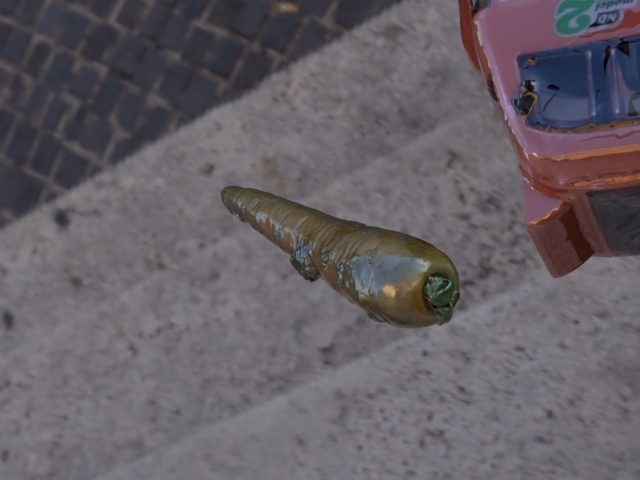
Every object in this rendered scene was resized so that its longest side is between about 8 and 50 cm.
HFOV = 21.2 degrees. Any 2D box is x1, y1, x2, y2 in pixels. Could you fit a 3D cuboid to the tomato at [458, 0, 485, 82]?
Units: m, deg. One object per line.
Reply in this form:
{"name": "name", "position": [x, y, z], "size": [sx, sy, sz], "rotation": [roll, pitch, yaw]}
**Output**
{"name": "tomato", "position": [0.317, -0.282, 1.961], "size": [0.341, 0.273, 0.341], "rotation": [-8, 48, 10]}

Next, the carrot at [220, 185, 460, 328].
{"name": "carrot", "position": [0.000, 0.000, 0.932], "size": [0.254, 0.049, 0.049], "rotation": [27, 92, 60]}

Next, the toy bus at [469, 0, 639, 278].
{"name": "toy bus", "position": [0.328, -0.119, 1.202], "size": [0.426, 0.203, 0.233], "rotation": [-8, 65, 17]}
